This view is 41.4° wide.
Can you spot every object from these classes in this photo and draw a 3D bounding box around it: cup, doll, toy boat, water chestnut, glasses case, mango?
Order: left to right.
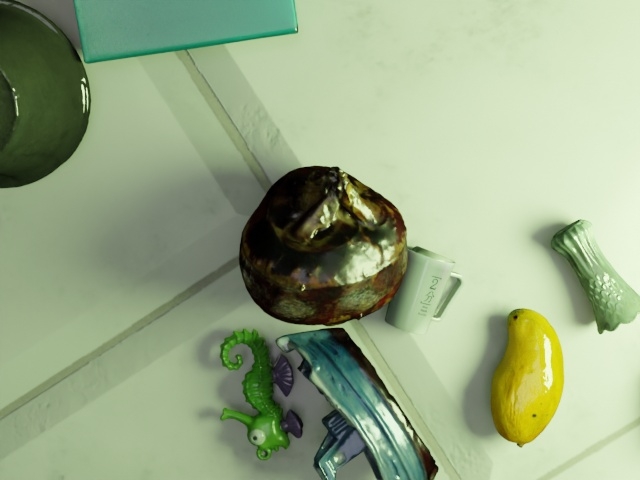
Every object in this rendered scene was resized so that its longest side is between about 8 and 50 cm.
[{"bbox_3d":[-0.186,-0.323,1.181,0.301,0.070,0.117,-7,98,2],"label":"glasses case"},{"bbox_3d":[-0.090,0.218,1.206,0.115,0.050,0.190,-9,90,-3],"label":"doll"},{"bbox_3d":[0.000,0.000,1.108,0.223,0.238,0.224,-1,50,1],"label":"water chestnut"},{"bbox_3d":[0.039,0.253,1.158,0.142,0.129,0.309,-34,89,-10],"label":"toy boat"},{"bbox_3d":[0.149,0.070,1.182,0.104,0.074,0.116,13,98,-26],"label":"cup"},{"bbox_3d":[0.287,0.191,1.172,0.098,0.075,0.190,9,86,-3],"label":"mango"}]

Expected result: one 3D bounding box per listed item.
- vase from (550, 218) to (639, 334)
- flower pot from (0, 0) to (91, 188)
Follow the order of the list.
[{"bbox_3d":[0.377,0.045,1.160,0.081,0.081,0.149,-32,88,4],"label":"vase"},{"bbox_3d":[-0.455,-0.188,1.128,0.269,0.166,0.269,-1,104,-3],"label":"flower pot"}]
